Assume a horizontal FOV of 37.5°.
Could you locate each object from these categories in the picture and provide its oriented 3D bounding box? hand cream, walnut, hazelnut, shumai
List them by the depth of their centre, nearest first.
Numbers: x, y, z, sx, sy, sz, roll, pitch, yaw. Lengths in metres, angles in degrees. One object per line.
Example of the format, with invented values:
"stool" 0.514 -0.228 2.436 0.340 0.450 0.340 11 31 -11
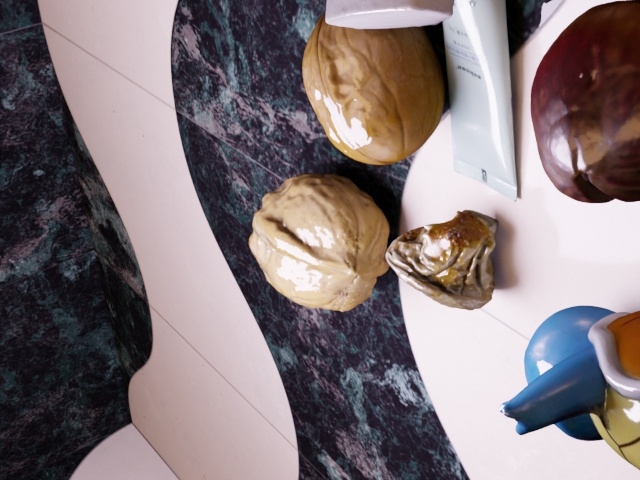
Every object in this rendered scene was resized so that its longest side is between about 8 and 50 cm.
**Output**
"hazelnut" 0.273 -0.120 0.821 0.204 0.178 0.178 1 112 50
"hand cream" 0.172 -0.195 1.060 0.109 0.067 0.320 34 143 46
"walnut" 0.062 -0.193 1.129 0.167 0.167 0.207 -15 97 61
"shumai" 0.170 0.014 1.180 0.145 0.145 0.116 44 123 35
"walnut" 0.000 0.000 1.359 0.245 0.198 0.198 39 143 56

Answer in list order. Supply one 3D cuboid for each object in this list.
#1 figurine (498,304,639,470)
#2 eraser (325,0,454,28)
"figurine" 0.340 0.156 0.874 0.416 0.298 0.243 -23 57 60
"eraser" 0.078 -0.357 0.952 0.174 0.095 0.270 15 101 59
